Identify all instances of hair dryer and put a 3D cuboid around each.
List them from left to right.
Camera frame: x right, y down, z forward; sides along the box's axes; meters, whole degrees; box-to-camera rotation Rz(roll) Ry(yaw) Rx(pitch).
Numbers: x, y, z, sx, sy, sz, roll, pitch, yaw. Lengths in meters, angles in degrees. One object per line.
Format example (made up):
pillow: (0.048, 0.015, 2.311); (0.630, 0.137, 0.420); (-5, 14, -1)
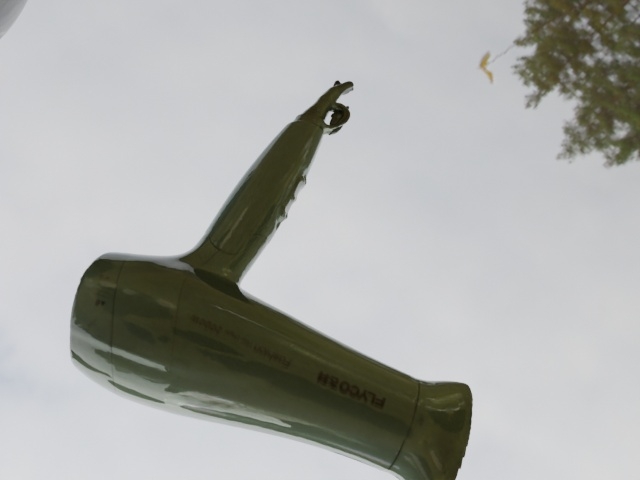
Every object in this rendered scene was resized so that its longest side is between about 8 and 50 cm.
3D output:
hair dryer: (0.000, 0.000, 0.368); (0.206, 0.075, 0.237); (19, -118, 0)

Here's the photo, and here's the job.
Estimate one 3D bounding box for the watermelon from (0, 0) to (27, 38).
watermelon: (-0.330, -0.221, 0.382); (0.359, 0.279, 0.279); (-11, -120, -34)
